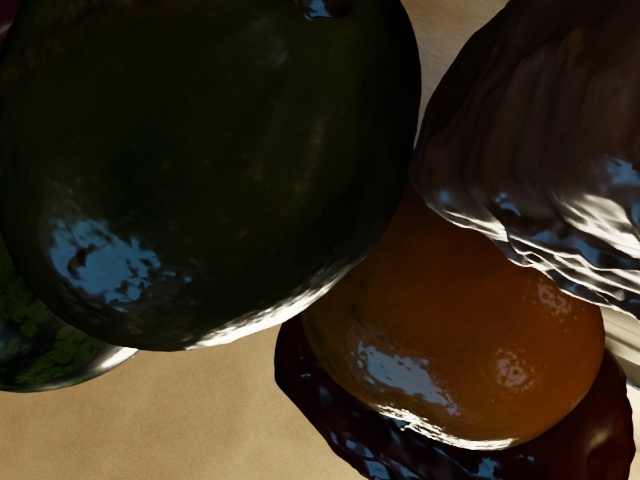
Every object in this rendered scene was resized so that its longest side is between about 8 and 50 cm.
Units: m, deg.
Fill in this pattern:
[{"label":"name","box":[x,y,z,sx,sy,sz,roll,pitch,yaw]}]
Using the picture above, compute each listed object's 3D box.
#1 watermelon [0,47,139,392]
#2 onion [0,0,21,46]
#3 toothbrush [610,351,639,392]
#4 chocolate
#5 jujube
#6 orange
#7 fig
[{"label":"watermelon","box":[-0.224,-0.024,1.162,0.285,0.285,0.285,29,176,2]},{"label":"onion","box":[-0.205,-0.171,0.769,0.195,0.140,0.218,23,180,-9]},{"label":"toothbrush","box":[0.184,0.064,1.535,0.418,0.040,0.042,26,-145,24]},{"label":"chocolate","box":[0.125,-0.019,0.533,0.148,0.093,0.214,29,176,-12]},{"label":"jujube","box":[0.116,0.126,1.407,0.377,0.258,0.258,19,170,44]},{"label":"orange","box":[0.092,0.059,1.154,0.240,0.171,0.240,31,176,3]},{"label":"fig","box":[-0.035,-0.054,0.631,0.195,0.195,0.245,31,156,-22]}]
